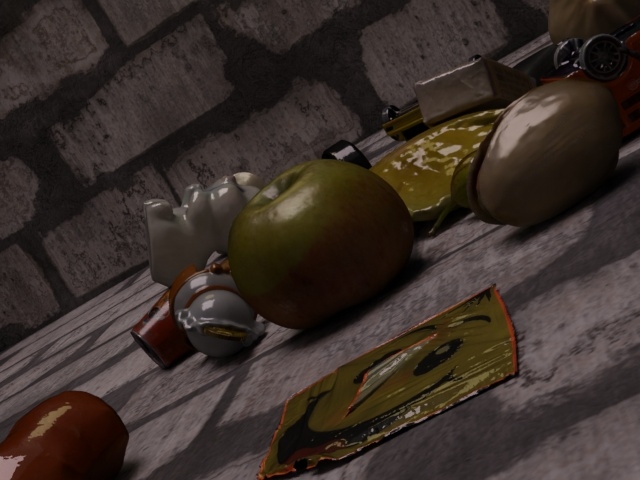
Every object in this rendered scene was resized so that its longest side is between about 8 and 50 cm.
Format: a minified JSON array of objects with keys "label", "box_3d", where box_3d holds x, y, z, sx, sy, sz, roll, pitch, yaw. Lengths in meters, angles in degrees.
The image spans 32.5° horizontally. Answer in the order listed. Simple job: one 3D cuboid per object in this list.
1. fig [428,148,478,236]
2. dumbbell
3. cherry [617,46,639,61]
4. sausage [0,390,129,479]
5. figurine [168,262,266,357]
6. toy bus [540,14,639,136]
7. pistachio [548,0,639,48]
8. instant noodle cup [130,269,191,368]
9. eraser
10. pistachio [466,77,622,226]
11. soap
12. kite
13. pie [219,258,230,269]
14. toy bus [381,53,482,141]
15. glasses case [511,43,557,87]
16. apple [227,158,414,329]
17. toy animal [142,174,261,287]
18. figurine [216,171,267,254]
[{"label":"fig","box_3d":[0.200,-0.070,1.530,0.166,0.093,0.093,-27,9,22]},{"label":"dumbbell","box_3d":[-0.002,-0.077,2.108,0.218,0.152,0.152,-33,8,-10]},{"label":"cherry","box_3d":[0.409,-0.174,1.091,0.195,0.195,0.195,-31,8,5]},{"label":"sausage","box_3d":[-0.312,0.261,1.271,0.133,0.133,0.258,-28,11,21]},{"label":"figurine","box_3d":[-0.154,0.104,1.652,0.143,0.143,0.271,-33,6,-13]},{"label":"toy bus","box_3d":[0.472,-0.265,1.474,0.329,0.153,0.143,-33,8,0]},{"label":"pistachio","box_3d":[0.541,-0.422,2.063,0.226,0.208,0.332,11,-9,0]},{"label":"instant noodle cup","box_3d":[-0.240,0.139,1.841,0.135,0.127,0.127,-42,11,-18]},{"label":"eraser","box_3d":[0.296,-0.260,1.999,0.144,0.078,0.343,-19,-6,24]},{"label":"pistachio","box_3d":[0.268,-0.105,1.304,0.215,0.144,0.144,-40,9,-7]},{"label":"soap","box_3d":[0.191,-0.123,1.796,0.306,0.115,0.427,-36,8,-10]},{"label":"kite","box_3d":[0.076,0.127,1.060,0.327,0.013,0.377,-36,8,-36]},{"label":"pie","box_3d":[-0.234,0.116,2.108,0.273,0.069,0.273,-35,6,5]},{"label":"toy bus","box_3d":[0.266,-0.267,2.282,0.145,0.151,0.331,-21,11,36]},{"label":"glasses case","box_3d":[0.436,-0.333,2.316,0.131,0.074,0.323,-28,9,34]},{"label":"apple","box_3d":[0.000,0.000,1.473,0.261,0.194,0.261,-31,15,9]},{"label":"toy animal","box_3d":[-0.207,-0.017,2.403,0.367,0.241,0.196,-19,13,-12]},{"label":"figurine","box_3d":[-0.243,-0.031,2.787,0.332,0.185,0.204,126,162,-61]}]
